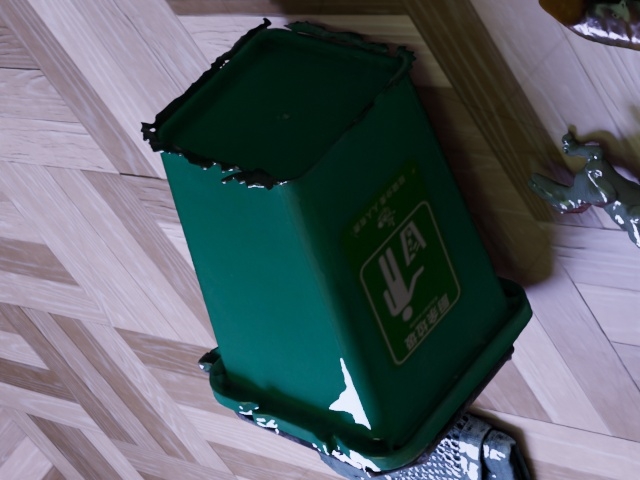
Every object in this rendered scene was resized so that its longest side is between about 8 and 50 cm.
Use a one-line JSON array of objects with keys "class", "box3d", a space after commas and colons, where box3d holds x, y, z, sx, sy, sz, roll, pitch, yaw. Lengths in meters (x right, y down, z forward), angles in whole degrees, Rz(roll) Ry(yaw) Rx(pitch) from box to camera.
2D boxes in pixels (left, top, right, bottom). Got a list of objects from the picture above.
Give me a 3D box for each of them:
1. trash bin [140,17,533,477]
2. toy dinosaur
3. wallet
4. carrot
[{"class": "trash bin", "box3d": [0.000, 0.000, 1.764, 0.295, 0.259, 0.381, 19, 142, 37]}, {"class": "toy dinosaur", "box3d": [0.291, -0.008, 1.564, 0.242, 0.053, 0.167, 36, 157, 5]}, {"class": "wallet", "box3d": [0.101, 0.254, 2.255, 0.342, 0.075, 0.237, 23, 148, 32]}, {"class": "carrot", "box3d": [0.236, -0.169, 1.325, 0.173, 0.082, 0.082, 26, 153, 34]}]
